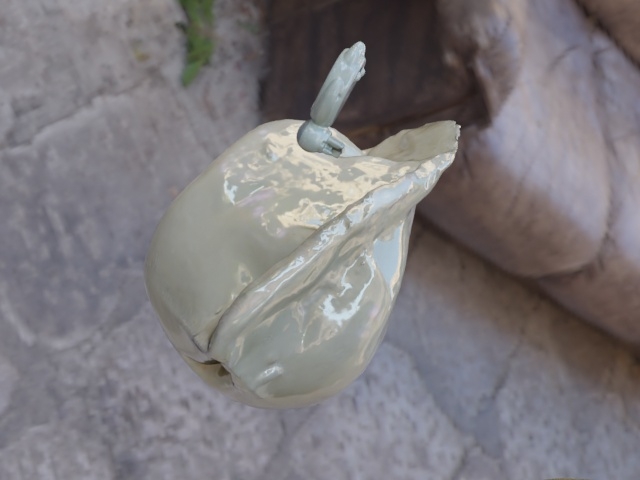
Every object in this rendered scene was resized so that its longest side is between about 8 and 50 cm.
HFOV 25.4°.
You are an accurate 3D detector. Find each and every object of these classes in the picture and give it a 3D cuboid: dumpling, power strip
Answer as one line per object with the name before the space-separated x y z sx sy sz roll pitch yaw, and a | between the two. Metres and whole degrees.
dumpling | 0.000 0.000 1.269 0.233 0.315 0.395 56 -1 -6
power strip | 0.014 -0.095 0.974 0.035 0.083 0.055 29 18 1

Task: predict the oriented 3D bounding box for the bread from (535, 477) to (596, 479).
bread | 0.112 0.263 1.144 0.166 0.383 0.112 46 48 -29
